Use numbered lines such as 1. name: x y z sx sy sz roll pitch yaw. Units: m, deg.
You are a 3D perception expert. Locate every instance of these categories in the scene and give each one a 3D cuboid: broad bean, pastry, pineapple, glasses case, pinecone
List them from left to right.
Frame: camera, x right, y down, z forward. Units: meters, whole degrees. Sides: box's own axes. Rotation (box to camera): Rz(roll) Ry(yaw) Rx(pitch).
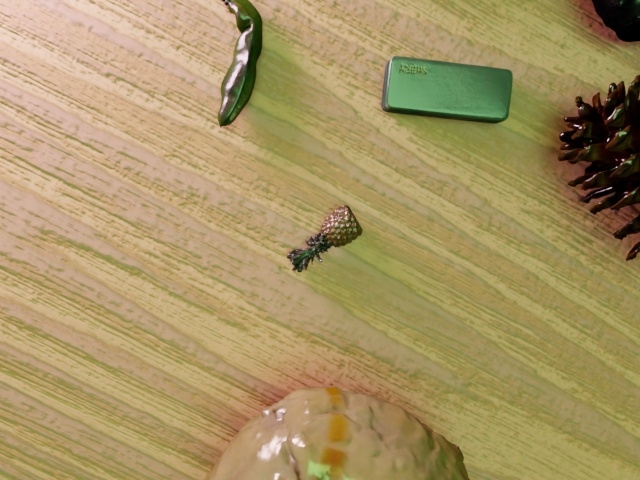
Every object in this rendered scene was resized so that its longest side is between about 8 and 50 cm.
1. broad bean: -0.114 -0.258 0.833 0.061 0.046 0.195 1 90 8
2. pineapple: 0.000 0.000 0.859 0.124 0.058 0.058 -33 96 4
3. pastry: 0.022 0.379 0.759 0.388 0.312 0.388 0 87 5
4. glasses case: 0.186 -0.220 0.859 0.184 0.039 0.078 5 94 -4
5. pinecone: 0.466 -0.101 0.807 0.292 0.246 0.246 42 91 14

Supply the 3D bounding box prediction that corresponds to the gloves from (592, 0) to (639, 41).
1. gloves: 0.443 -0.399 0.825 0.164 0.124 0.203 -5 82 -14
